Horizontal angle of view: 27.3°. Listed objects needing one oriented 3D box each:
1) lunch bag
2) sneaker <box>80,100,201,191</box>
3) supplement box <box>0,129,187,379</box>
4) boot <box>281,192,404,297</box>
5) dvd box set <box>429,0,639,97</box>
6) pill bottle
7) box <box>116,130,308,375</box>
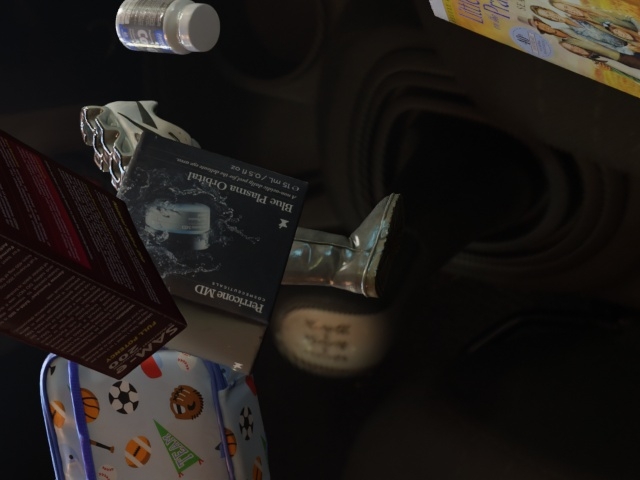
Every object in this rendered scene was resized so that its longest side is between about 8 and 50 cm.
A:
[{"bbox_3d":[-0.182,0.245,1.438,0.243,0.115,0.303,-5,98,18],"label":"lunch bag"},{"bbox_3d":[-0.224,-0.093,1.963,0.330,0.146,0.122,58,150,25],"label":"sneaker"},{"bbox_3d":[-0.202,-0.002,0.881,0.073,0.239,0.130,-39,56,12],"label":"supplement box"},{"bbox_3d":[0.000,-0.002,1.827,0.209,0.189,0.076,5,135,22],"label":"boot"},{"bbox_3d":[0.309,-0.251,1.468,0.420,0.307,0.062,25,85,14],"label":"dvd box set"},{"bbox_3d":[-0.211,-0.299,1.835,0.137,0.078,0.078,10,114,37],"label":"pill bottle"},{"bbox_3d":[-0.107,0.010,1.137,0.156,0.158,0.093,17,144,-3],"label":"box"}]
